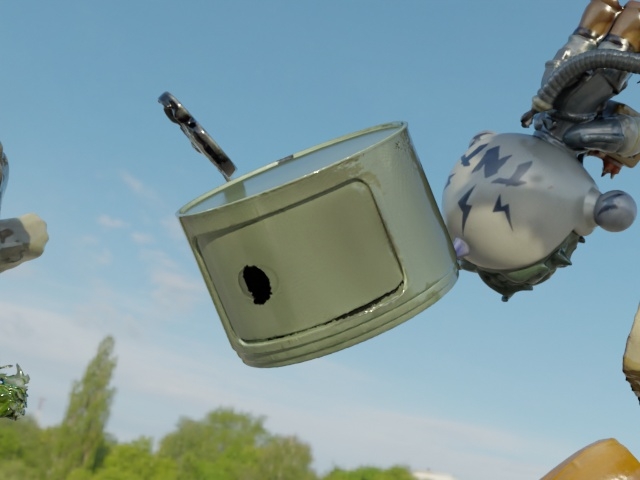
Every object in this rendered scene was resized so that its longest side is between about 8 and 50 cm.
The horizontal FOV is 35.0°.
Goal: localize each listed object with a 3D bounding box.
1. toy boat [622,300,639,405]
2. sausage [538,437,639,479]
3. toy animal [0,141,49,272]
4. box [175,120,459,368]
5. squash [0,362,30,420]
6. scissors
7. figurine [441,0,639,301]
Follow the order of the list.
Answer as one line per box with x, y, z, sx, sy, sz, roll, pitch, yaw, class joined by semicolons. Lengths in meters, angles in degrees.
0.325;0.105;0.896;0.061;0.116;0.188;8;-23;35;toy boat
0.167;0.309;0.897;0.112;0.328;0.112;51;-7;9;sausage
-0.373;-0.084;0.735;0.266;0.308;0.188;-22;7;-15;toy animal
0.000;0.000;0.927;0.226;0.149;0.226;-22;9;4;box
-0.271;0.096;0.615;0.183;0.052;0.052;0;-15;-19;squash
-0.118;-0.089;1.138;0.109;0.022;0.300;47;-5;11;scissors
0.282;-0.104;1.234;0.186;0.382;0.261;32;3;-26;figurine
